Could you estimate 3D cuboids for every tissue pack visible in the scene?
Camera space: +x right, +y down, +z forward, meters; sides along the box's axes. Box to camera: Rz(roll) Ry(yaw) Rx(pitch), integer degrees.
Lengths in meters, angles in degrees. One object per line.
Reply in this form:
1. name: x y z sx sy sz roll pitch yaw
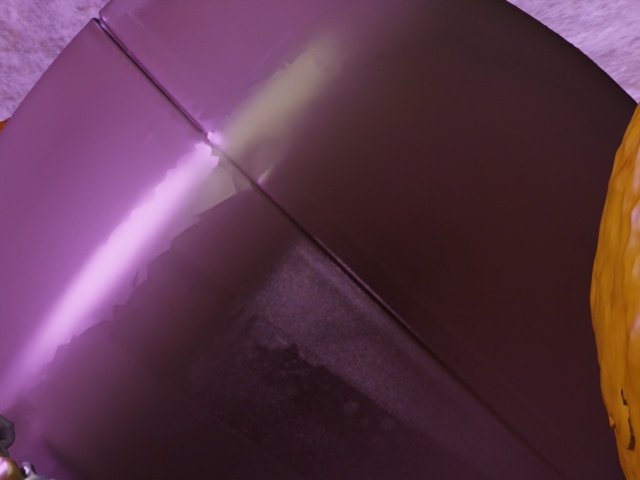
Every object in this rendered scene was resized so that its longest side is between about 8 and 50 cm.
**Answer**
1. tissue pack: 0.000 0.000 0.727 0.277 0.267 0.387 -49 19 1

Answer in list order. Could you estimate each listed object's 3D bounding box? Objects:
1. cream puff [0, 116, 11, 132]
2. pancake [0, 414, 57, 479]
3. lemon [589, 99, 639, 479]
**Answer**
1. cream puff: -0.133 -0.002 1.100 0.303 0.212 0.303 -24 12 6
2. pancake: -0.206 0.225 0.586 0.427 0.067 0.305 -21 59 52
3. lemon: 0.194 0.017 0.414 0.260 0.260 0.284 -15 24 46
